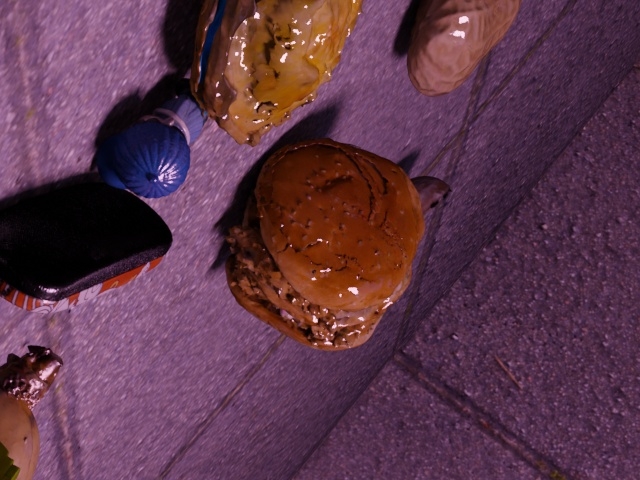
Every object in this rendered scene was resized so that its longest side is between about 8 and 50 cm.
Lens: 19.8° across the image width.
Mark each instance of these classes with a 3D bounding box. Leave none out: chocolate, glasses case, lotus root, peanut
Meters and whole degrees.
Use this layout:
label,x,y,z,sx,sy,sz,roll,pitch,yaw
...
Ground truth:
label,x,y,z,sx,sy,sz,roll,pitch,yaw
chocolate,0.092,-0.030,2.835,0.161,0.083,0.261,-42,178,40
glasses case,-0.226,0.004,1.686,0.067,0.103,0.267,-58,166,23
lotus root,-0.361,0.237,1.721,0.342,0.151,0.169,-58,-177,0
peanut,0.194,-0.299,2.420,0.233,0.110,0.196,-45,165,-27

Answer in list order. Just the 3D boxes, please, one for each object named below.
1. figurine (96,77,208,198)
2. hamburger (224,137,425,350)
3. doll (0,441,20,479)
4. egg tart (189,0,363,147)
label,x,y,z,sx,sy,sz,roll,pitch,yaw
figurine,-0.150,-0.095,1.763,0.149,0.087,0.086,-51,167,-51
hamburger,-0.001,0.010,2.286,0.261,0.245,0.211,-2,151,-23
doll,-0.334,0.165,1.557,0.134,0.186,0.106,-18,146,-42
egg tart,-0.022,-0.220,1.752,0.290,0.107,0.290,-59,163,-30
